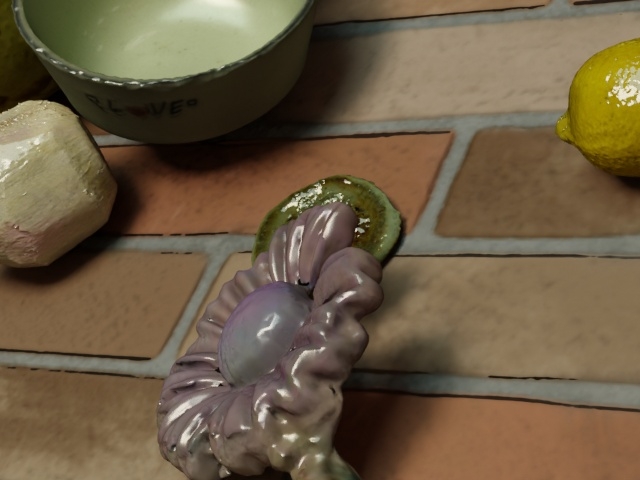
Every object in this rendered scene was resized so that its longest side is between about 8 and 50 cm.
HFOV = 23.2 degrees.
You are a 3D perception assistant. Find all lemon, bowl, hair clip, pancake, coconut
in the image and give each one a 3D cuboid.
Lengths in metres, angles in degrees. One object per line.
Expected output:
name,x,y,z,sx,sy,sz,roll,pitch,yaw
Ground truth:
lemon,0.184,-0.075,0.872,0.110,0.082,0.082,-8,46,19
bowl,-0.098,-0.145,1.085,0.211,0.112,0.211,-3,52,4
hair clip,-0.010,0.099,0.824,0.173,0.069,0.300,-44,40,14
pancake,0.000,-0.001,0.972,0.108,0.017,0.108,-16,43,16
coconut,-0.207,-0.034,1.079,0.124,0.110,0.110,-31,39,-6

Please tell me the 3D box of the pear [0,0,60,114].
pear,-0.288,-0.219,1.199,0.283,0.283,0.283,-19,42,18
